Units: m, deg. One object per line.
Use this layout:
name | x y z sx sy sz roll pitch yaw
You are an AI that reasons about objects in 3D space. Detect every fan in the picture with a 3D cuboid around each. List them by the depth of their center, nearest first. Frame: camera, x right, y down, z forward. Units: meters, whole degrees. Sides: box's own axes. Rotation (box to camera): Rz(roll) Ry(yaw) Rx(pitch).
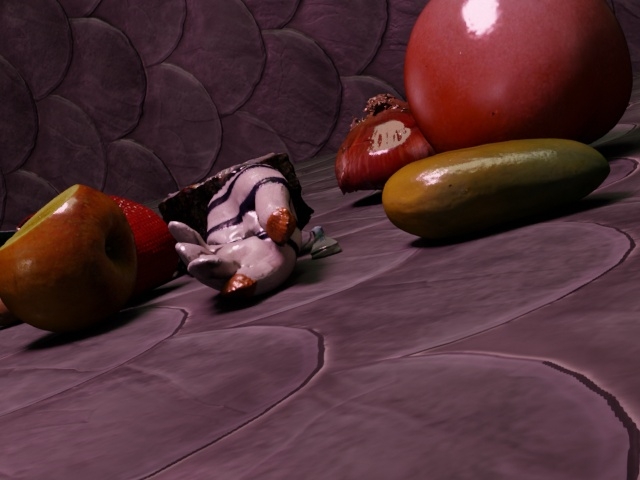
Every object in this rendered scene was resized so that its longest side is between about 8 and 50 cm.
fan | 0.000 0.000 1.322 0.038 0.016 0.193 -18 8 -1

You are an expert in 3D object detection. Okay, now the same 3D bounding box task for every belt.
belt | -0.296 0.016 1.329 0.201 0.128 0.124 11 22 29

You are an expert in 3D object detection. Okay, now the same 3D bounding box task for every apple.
apple | -0.295 0.024 1.185 0.147 0.163 0.146 -8 13 18

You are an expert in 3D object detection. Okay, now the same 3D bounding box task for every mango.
mango | 0.184 -0.060 1.113 0.237 0.091 0.137 -10 13 5

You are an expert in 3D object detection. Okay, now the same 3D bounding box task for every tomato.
tomato | 0.273 -0.250 1.459 0.321 0.321 0.321 -16 7 2

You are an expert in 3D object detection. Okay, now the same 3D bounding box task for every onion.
onion | 0.122 -0.157 1.672 0.230 0.163 0.230 -14 -1 0

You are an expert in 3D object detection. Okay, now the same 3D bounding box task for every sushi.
sushi | -0.112 -0.032 1.362 0.124 0.127 0.225 -24 3 -44

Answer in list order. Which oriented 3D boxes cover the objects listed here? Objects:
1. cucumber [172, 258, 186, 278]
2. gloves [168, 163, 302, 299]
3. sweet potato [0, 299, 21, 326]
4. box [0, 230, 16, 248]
cucumber | -0.206 0.012 1.482 0.078 0.062 0.211 -11 9 30
gloves | -0.083 0.006 1.142 0.140 0.131 0.218 -13 38 7
sweet potato | -0.336 0.042 1.487 0.108 0.079 0.346 -26 -4 42
box | -0.706 0.026 1.837 0.264 0.106 0.337 -36 -4 8
